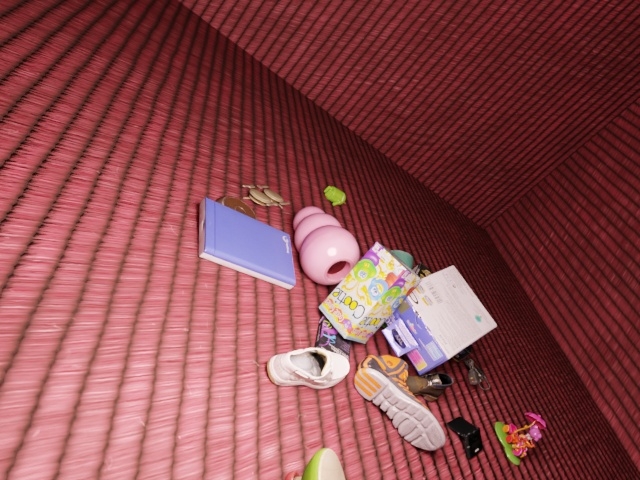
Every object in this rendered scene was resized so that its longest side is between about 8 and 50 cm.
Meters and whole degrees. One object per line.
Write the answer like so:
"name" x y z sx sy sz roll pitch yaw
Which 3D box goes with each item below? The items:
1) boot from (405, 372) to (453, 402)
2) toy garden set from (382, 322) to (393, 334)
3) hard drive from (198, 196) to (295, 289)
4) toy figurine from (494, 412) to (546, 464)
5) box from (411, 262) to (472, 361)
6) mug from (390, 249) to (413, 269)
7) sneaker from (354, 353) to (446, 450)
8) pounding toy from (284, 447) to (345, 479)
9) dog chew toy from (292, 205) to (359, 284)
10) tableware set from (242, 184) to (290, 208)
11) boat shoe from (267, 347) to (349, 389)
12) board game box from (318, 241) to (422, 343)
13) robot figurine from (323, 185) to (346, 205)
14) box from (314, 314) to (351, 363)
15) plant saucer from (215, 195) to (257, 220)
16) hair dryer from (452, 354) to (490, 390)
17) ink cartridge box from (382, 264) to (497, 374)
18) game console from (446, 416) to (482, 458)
"boot" 0.333 0.454 1.544 0.219 0.106 0.082 27 30 -33
"toy garden set" 0.199 0.224 1.770 0.204 0.049 0.244 42 26 -10
"hard drive" -0.219 0.012 1.446 0.318 0.040 0.210 25 39 -35
"toy figurine" 0.742 0.699 1.717 0.130 0.159 0.173 39 26 -11
"box" 0.456 0.269 1.832 0.322 0.079 0.257 40 36 -1
"mug" 0.336 0.122 2.030 0.157 0.129 0.097 37 53 -35
"sneaker" 0.251 0.453 1.403 0.321 0.124 0.180 46 26 3
"pounding toy" -0.012 0.541 0.938 0.183 0.110 0.237 -39 114 -76
"dog chew toy" 0.000 0.000 1.651 0.206 0.207 0.332 22 25 -39
"tableware set" -0.204 -0.154 1.757 0.128 0.039 0.194 38 17 14
"boat shoe" -0.006 0.327 1.231 0.277 0.096 0.098 11 52 -46
"board game box" 0.156 0.166 1.470 0.142 0.275 0.144 47 11 35
"robot figurine" 0.071 -0.209 2.211 0.115 0.067 0.101 26 32 -34
"box" 0.040 0.308 1.422 0.116 0.029 0.162 38 27 -13
"plant saucer" -0.271 -0.089 1.568 0.168 0.029 0.168 35 26 -20
"hair dryer" 0.578 0.477 1.948 0.223 0.080 0.294 36 27 -54
"ink cartridge box" 0.376 0.264 1.597 0.395 0.151 0.270 -14 64 -44
"game console" 0.478 0.651 1.571 0.122 0.071 0.107 7 74 -51
